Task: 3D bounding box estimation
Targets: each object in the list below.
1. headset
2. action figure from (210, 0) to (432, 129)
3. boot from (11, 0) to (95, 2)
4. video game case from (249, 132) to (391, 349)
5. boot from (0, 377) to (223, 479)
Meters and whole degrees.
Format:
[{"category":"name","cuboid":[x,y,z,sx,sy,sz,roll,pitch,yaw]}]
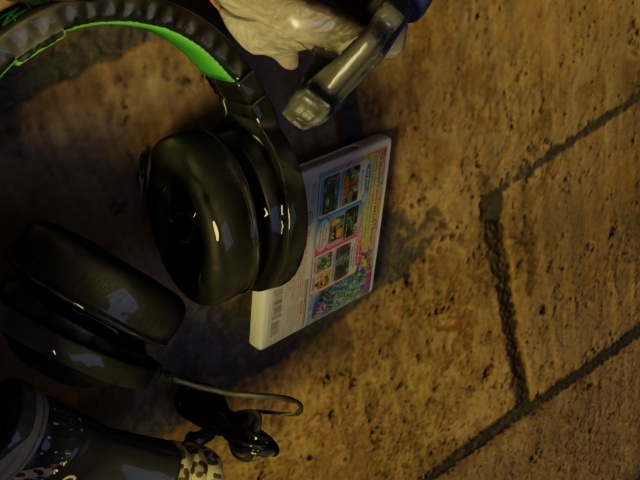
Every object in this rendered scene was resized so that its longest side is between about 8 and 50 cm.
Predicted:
[{"category":"headset","cuboid":[-0.129,0.009,0.791,0.243,0.185,0.394,-37,120,-19]},{"category":"action figure","cuboid":[0.026,-0.250,0.682,0.330,0.178,0.341,-58,-178,43]},{"category":"boot","cuboid":[-0.219,-0.260,0.454,0.131,0.260,0.348,-29,122,-66]},{"category":"video game case","cuboid":[0.000,0.000,0.921,0.143,0.019,0.157,-25,132,-41]},{"category":"boot","cuboid":[-0.202,0.200,0.804,0.179,0.085,0.236,23,128,-34]}]
